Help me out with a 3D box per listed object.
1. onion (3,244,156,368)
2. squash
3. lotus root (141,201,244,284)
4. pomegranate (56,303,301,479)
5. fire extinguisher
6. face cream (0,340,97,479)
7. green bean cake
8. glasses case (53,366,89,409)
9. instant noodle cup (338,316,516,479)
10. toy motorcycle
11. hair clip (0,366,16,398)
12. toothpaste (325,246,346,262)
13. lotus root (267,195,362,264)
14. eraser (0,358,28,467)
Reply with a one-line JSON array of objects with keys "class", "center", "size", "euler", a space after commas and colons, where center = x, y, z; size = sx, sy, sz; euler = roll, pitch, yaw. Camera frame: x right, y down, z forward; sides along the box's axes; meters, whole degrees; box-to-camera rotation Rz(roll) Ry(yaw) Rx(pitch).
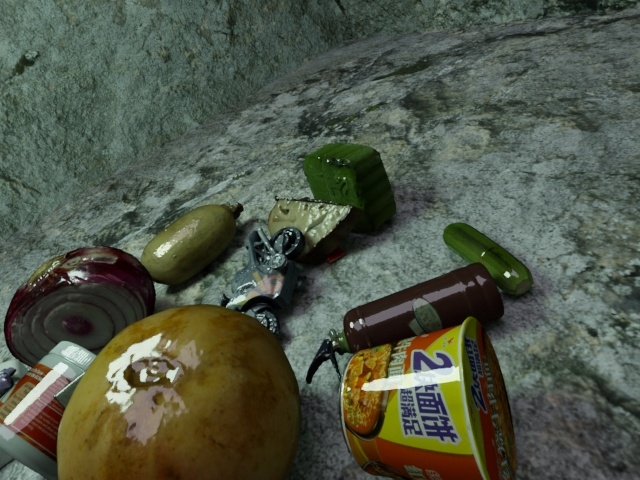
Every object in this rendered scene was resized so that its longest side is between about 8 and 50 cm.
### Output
[{"class": "onion", "center": [-0.558, 0.149, 1.063], "size": [0.336, 0.282, 0.260], "euler": [-38, 30, 4]}, {"class": "squash", "center": [0.311, 0.027, 0.833], "size": [0.066, 0.066, 0.229], "euler": [-28, 33, -4]}, {"class": "lotus root", "center": [-0.354, -0.011, 1.249], "size": [0.342, 0.151, 0.169], "euler": [-44, 37, -22]}, {"class": "pomegranate", "center": [-0.186, 0.269, 0.633], "size": [0.338, 0.338, 0.338], "euler": [-17, 33, 12]}, {"class": "fire extinguisher", "center": [0.131, 0.153, 0.738], "size": [0.344, 0.102, 0.138], "euler": [-22, 34, 5]}, {"class": "face cream", "center": [-0.475, 0.321, 0.810], "size": [0.201, 0.201, 0.187], "euler": [1, 41, 35]}, {"class": "green bean cake", "center": [0.073, -0.133, 1.083], "size": [0.113, 0.214, 0.200], "euler": [-39, 35, -28]}, {"class": "glasses case", "center": [-0.352, 0.314, 0.740], "size": [0.071, 0.205, 0.047], "euler": [-42, 8, -33]}, {"class": "instant noodle cup", "center": [0.137, 0.217, 0.569], "size": [0.174, 0.213, 0.213], "euler": [-17, 32, 30]}, {"class": "toy motorcycle", "center": [-0.134, 0.096, 0.970], "size": [0.173, 0.108, 0.307], "euler": [-5, 51, 26]}, {"class": "hair clip", "center": [-0.732, 0.353, 0.899], "size": [0.106, 0.084, 0.292], "euler": [5, 25, 0]}, {"class": "toothpaste", "center": [0.000, 0.000, 1.113], "size": [0.048, 0.031, 0.190], "euler": [-29, 35, -12]}, {"class": "lotus root", "center": [-0.030, -0.027, 1.072], "size": [0.260, 0.074, 0.170], "euler": [19, 86, 44]}, {"class": "eraser", "center": [-0.750, 0.399, 0.985], "size": [0.174, 0.095, 0.270], "euler": [-35, 35, -23]}]
